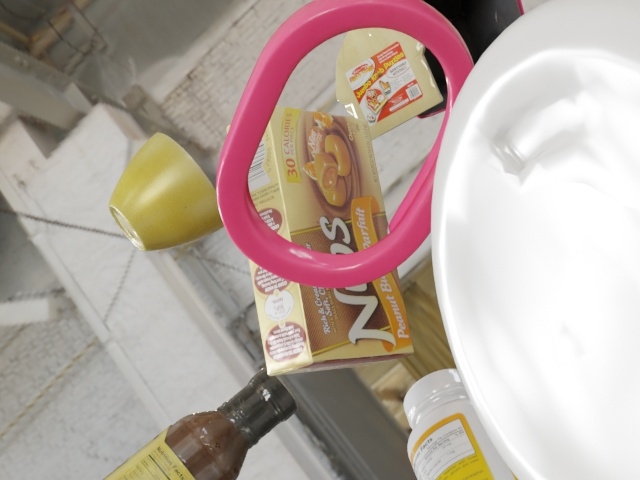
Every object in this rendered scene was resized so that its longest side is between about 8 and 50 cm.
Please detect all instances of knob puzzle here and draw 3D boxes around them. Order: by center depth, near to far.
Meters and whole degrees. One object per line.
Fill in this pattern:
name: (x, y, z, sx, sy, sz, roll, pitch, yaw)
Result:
knob puzzle: (0.106, -0.290, 1.703, 0.030, 0.213, 0.213, -20, -29, -55)

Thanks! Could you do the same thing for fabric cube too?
fabric cube: (0.212, -0.395, 1.854, 0.259, 0.254, 0.258, -22, 18, -12)

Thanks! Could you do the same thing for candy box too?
candy box: (0.000, 0.000, 1.224, 0.183, 0.316, 0.087, 1, -16, -44)

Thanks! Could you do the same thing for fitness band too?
fitness band: (0.023, -0.085, 0.892, 0.054, 0.209, 0.291, -88, 21, -58)

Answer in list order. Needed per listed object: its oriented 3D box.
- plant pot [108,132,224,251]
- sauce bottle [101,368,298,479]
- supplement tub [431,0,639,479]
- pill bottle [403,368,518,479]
plant pot: (-0.186, -0.042, 1.136, 0.095, 0.134, 0.134, -40, -22, -19)
sauce bottle: (-0.177, 0.291, 1.206, 0.344, 0.111, 0.111, -37, -23, -19)
supplement tub: (0.245, -0.009, 0.449, 0.331, 0.241, 0.241, -12, -34, -25)
pill bottle: (0.187, 0.279, 1.200, 0.136, 0.246, 0.136, -10, -48, -11)
